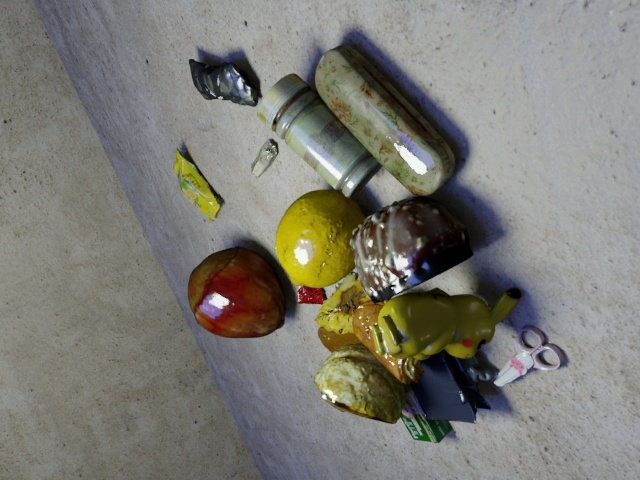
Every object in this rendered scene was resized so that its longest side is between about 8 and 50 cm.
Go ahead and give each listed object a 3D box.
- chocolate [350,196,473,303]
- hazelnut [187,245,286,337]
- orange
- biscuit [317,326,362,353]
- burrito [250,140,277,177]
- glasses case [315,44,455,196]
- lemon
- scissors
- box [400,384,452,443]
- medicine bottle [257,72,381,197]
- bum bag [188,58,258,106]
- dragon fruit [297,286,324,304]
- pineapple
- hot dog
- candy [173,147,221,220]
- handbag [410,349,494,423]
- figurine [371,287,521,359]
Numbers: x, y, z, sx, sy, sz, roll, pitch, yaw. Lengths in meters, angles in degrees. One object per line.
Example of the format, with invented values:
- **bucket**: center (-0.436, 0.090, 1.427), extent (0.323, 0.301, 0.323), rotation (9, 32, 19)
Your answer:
- **chocolate**: center (0.201, 0.008, 1.418), extent (0.210, 0.225, 0.340), rotation (64, 150, 6)
- **hazelnut**: center (-0.315, 0.213, 2.232), extent (0.421, 0.352, 0.421), rotation (16, 157, 7)
- **orange**: center (0.140, 0.422, 1.730), extent (0.271, 0.210, 0.368), rotation (31, 172, 19)
- **biscuit**: center (0.166, 0.359, 1.923), extent (0.283, 0.064, 0.432), rotation (57, 146, 2)
- **burrito**: center (-0.186, -0.267, 1.887), extent (0.058, 0.045, 0.188), rotation (34, 148, -9)
- **glasses case**: center (0.143, -0.281, 1.348), extent (0.425, 0.098, 0.156), rotation (49, 149, 14)
- **lemon**: center (0.000, 0.000, 1.636), extent (0.258, 0.258, 0.310), rotation (40, 115, 28)
- **scissors**: center (0.497, 0.304, 1.430), extent (0.118, 0.031, 0.242), rotation (48, 146, 18)
- **box**: center (0.317, 0.550, 1.865), extent (0.199, 0.081, 0.135), rotation (61, 149, -1)
- **medicine bottle**: center (0.003, -0.266, 1.475), extent (0.322, 0.151, 0.151), rotation (43, 148, 6)
- **bum bag**: center (-0.319, -0.501, 1.822), extent (0.340, 0.095, 0.144), rotation (23, 150, 46)
- **dragon fruit**: center (-0.026, 0.168, 2.031), extent (0.063, 0.097, 0.131), rotation (13, 108, 46)
- **pineapple**: center (0.106, 0.194, 1.805), extent (0.140, 0.250, 0.164), rotation (51, -174, -26)
- **hot dog**: center (0.197, 0.269, 1.548), extent (0.272, 0.122, 0.196), rotation (33, 135, 56)
- **candy**: center (-0.515, -0.221, 2.361), extent (0.297, 0.081, 0.187), rotation (55, 151, 5)
- **handbag**: center (0.336, 0.340, 1.611), extent (0.325, 0.118, 0.269), rotation (63, 152, -3)
- **figurine**: center (0.286, 0.198, 1.374), extent (0.218, 0.327, 0.169), rotation (124, 147, -68)
